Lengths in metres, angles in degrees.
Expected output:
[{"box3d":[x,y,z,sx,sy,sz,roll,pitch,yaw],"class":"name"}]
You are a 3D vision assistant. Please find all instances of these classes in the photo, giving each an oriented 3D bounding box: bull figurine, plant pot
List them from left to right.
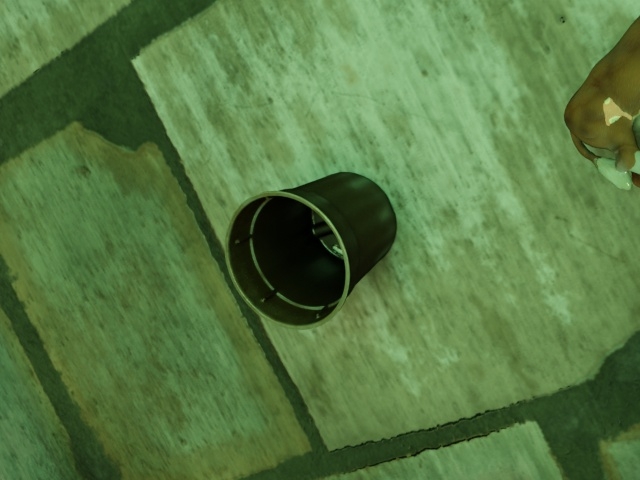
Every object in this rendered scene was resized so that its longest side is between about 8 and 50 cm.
[{"box3d":[0.000,0.000,1.291,0.167,0.165,0.167,11,113,28],"class":"plant pot"},{"box3d":[0.348,-0.173,1.026,0.310,0.101,0.188,-59,43,45],"class":"bull figurine"}]
